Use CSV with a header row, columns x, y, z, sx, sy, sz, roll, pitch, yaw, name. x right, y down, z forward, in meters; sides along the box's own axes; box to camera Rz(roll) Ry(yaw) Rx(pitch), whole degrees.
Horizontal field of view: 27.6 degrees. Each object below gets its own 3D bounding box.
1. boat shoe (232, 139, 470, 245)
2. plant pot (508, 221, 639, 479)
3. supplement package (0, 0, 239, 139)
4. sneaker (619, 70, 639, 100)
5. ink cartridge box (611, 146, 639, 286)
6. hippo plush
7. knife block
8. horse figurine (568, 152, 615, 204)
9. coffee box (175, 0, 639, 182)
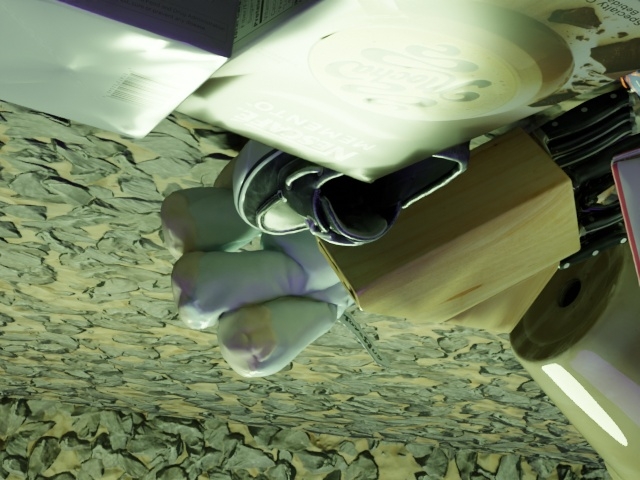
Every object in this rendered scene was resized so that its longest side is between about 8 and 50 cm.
x,y,z,sx,sy,sz,roll,pitch,yaw,name
0.020,-0.045,1.026,0.108,0.102,0.301,13,156,-31,boat shoe
0.378,0.124,1.488,0.280,0.323,0.323,32,152,-20,plant pot
-0.117,-0.203,0.708,0.134,0.244,0.139,15,160,-24,supplement package
0.246,-0.151,0.994,0.221,0.087,0.083,8,160,-7,sneaker
0.368,-0.003,1.045,0.117,0.207,0.283,-12,-175,43,ink cartridge box
0.000,0.000,1.266,0.294,0.234,0.236,35,143,-7,hippo plush
0.164,-0.040,1.142,0.275,0.088,0.242,11,121,-38,knife block
0.225,-0.031,1.312,0.263,0.066,0.174,-19,158,0,horse figurine
0.055,-0.142,0.714,0.168,0.119,0.297,17,159,-30,coffee box
